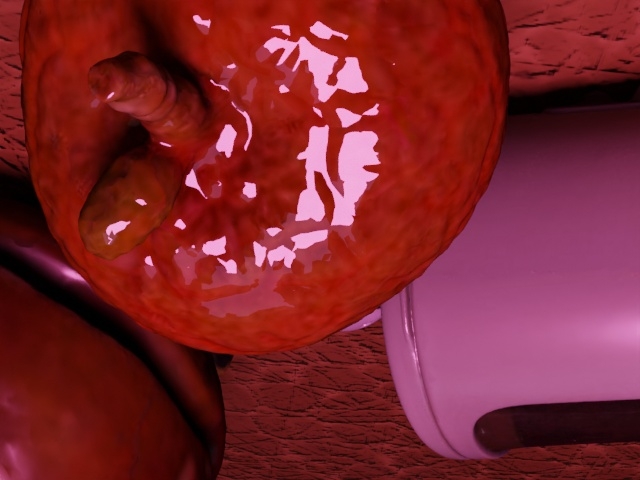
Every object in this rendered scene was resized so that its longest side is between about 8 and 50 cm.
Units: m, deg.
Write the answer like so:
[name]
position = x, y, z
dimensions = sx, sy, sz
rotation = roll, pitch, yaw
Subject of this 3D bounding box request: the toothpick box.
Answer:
[toothpick box]
position = 0.210, 0.010, 0.874
dimensions = 0.316, 0.229, 0.229
rotation = -4, 151, 24

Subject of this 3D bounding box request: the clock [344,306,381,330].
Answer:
[clock]
position = 0.000, -0.001, 0.964
dimensions = 0.117, 0.080, 0.176
rotation = 21, -167, -42

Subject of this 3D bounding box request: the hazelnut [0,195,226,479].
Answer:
[hazelnut]
position = -0.287, 0.164, 1.078
dimensions = 0.429, 0.402, 0.402
rotation = -4, 152, 33

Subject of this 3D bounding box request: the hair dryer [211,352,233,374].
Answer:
[hair dryer]
position = -0.204, 0.123, 1.316
dimensions = 0.278, 0.090, 0.135
rotation = -19, 142, 28

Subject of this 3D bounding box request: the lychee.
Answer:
[lychee]
position = -0.027, -0.070, 0.712
dimensions = 0.255, 0.300, 0.255
rotation = 4, 111, 9
